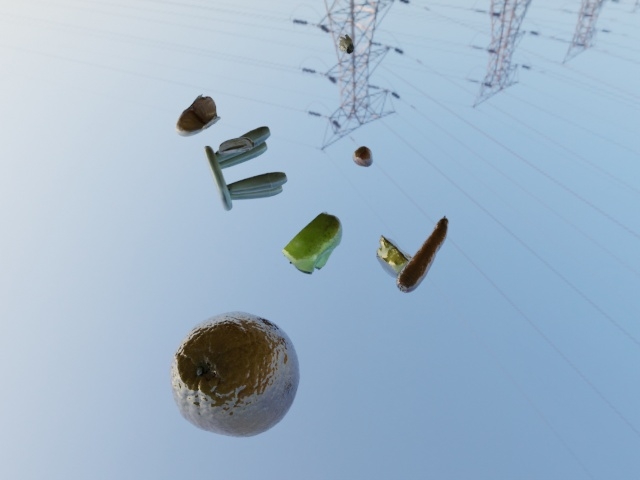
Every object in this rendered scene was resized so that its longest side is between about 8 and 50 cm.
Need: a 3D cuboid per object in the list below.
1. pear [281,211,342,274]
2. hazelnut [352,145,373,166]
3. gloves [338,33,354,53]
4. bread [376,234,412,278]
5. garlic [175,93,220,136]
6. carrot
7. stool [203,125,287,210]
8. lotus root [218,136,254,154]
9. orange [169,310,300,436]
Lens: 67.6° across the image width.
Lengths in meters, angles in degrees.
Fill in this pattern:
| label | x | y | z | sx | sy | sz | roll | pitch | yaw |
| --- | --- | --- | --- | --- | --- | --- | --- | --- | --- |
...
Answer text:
| label | x | y | z | sx | sy | sz | roll | pitch | yaw |
| --- | --- | --- | --- | --- | --- | --- | --- | --- | --- |
| pear | 0.000 | 0.000 | 2.057 | 0.159 | 0.292 | 0.292 | 43 | -124 | 9 |
| hazelnut | 0.160 | -0.311 | 1.785 | 0.085 | 0.086 | 0.086 | -3 | -139 | 3 |
| gloves | 0.067 | -0.503 | 1.224 | 0.044 | 0.037 | 0.081 | -49 | -147 | 12 |
| bread | 0.259 | 0.072 | 1.650 | 0.160 | 0.233 | 0.088 | 38 | -97 | 25 |
| garlic | -0.402 | -0.402 | 1.557 | 0.174 | 0.099 | 0.124 | -44 | -161 | -29 |
| carrot | 0.266 | 0.033 | 1.201 | 0.059 | 0.059 | 0.248 | 24 | -116 | 30 |
| stool | -0.219 | -0.203 | 1.398 | 0.198 | 0.196 | 0.195 | -18 | 178 | -12 |
| lotus root | -0.189 | -0.215 | 1.076 | 0.083 | 0.030 | 0.037 | -9 | -177 | 5 |
| orange | -0.218 | 0.336 | 1.215 | 0.321 | 0.357 | 0.323 | -6 | -107 | 19 |
